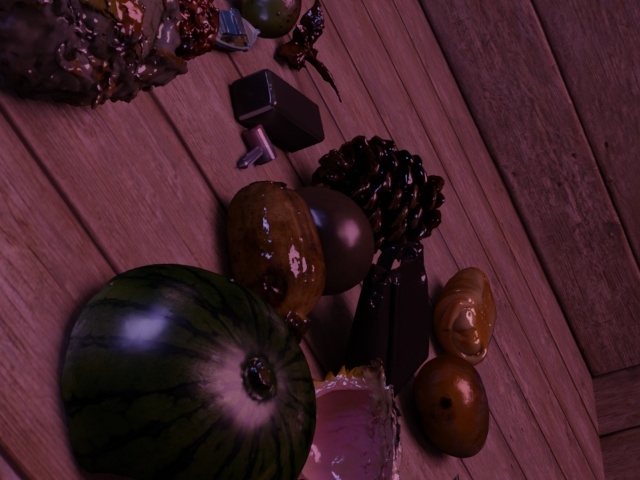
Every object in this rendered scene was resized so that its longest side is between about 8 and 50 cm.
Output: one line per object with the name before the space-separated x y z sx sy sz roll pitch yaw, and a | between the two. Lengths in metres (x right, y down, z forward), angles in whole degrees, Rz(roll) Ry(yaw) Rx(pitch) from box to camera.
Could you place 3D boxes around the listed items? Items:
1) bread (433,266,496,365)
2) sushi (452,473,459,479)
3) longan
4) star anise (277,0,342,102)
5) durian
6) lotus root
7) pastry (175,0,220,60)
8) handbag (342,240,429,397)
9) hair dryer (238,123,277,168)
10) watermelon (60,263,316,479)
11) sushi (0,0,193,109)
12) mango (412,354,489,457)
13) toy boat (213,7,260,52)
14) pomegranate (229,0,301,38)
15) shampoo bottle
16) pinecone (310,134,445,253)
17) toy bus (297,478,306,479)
bread | 0.342 0.176 2.544 0.311 0.121 0.173 -48 120 -67
sushi | 0.205 0.611 1.904 0.339 0.069 0.320 -15 95 -70
longan | 0.000 0.000 1.748 0.187 0.167 0.167 44 17 10
star anise | -0.004 -0.364 2.126 0.158 0.144 0.140 -56 165 -30
durian | 0.042 0.344 1.592 0.195 0.186 0.305 70 11 -75
lotus root | -0.063 0.030 1.604 0.145 0.128 0.260 6 65 -39
pastry | -0.219 -0.372 1.620 0.208 0.097 0.115 65 31 -21
handbag | 0.117 0.144 1.873 0.285 0.113 0.257 -33 133 -64
hair dryer | -0.115 -0.145 1.778 0.063 0.037 0.114 63 28 -15
watermelon | -0.109 0.169 1.217 0.331 0.189 0.330 25 60 -51
sushi | -0.302 -0.341 1.261 0.417 0.176 0.417 -12 90 -75
mango | 0.272 0.347 2.199 0.316 0.146 0.192 65 17 -60
toy boat | -0.150 -0.358 1.830 0.173 0.059 0.069 -12 83 -70
pomegranate | -0.094 -0.432 1.958 0.130 0.130 0.130 52 27 -42
shampoo bottle | -0.065 -0.221 1.900 0.246 0.080 0.079 25 51 -63
pinecone | 0.100 -0.080 2.011 0.272 0.224 0.224 27 44 -35
toy bus | -0.085 0.293 1.397 0.089 0.081 0.195 -33 105 -60
